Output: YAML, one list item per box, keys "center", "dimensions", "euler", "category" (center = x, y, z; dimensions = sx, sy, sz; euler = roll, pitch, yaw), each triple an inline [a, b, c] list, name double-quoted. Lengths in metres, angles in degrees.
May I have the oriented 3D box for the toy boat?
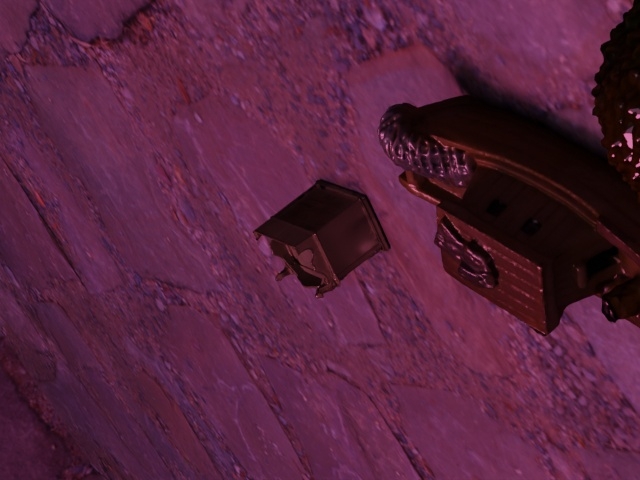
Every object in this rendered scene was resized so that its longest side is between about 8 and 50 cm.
- center: [0.157, -0.004, 1.280]
  dimensions: [0.321, 0.121, 0.089]
  euler: [35, 148, 40]
  category: "toy boat"

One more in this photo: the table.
- center: [0.000, 0.000, 1.669]
  dimensions: [0.079, 0.083, 0.062]
  euler: [20, 141, 54]
  category: "table"

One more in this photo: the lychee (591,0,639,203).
- center: [0.227, -0.079, 0.966]
  dimensions: [0.171, 0.171, 0.171]
  euler: [44, 158, 23]
  category: "lychee"
